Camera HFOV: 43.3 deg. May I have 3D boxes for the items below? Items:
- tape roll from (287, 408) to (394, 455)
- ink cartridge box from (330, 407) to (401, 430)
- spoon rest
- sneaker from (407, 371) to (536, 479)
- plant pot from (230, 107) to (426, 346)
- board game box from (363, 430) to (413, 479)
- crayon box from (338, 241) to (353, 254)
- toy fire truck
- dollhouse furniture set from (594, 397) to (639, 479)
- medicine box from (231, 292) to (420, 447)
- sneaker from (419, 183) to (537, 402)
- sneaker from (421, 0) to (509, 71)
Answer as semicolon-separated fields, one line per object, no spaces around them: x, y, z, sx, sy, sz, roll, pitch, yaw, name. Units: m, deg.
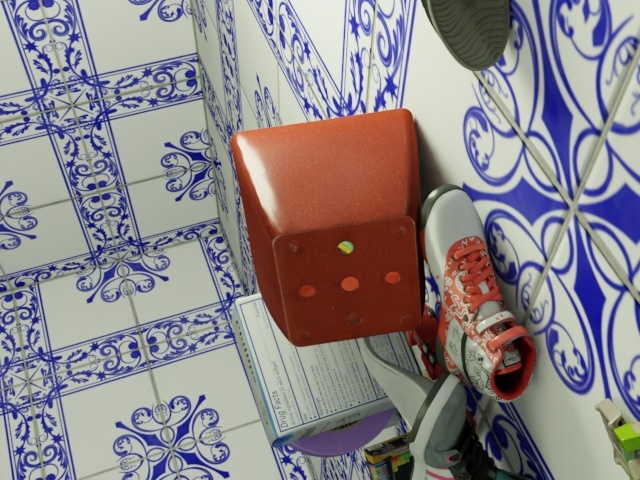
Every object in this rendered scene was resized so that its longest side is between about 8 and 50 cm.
0.014;0.295;1.628;0.090;0.275;0.275;110;142;-71;tape roll
0.026;0.298;1.740;0.117;0.201;0.278;113;139;-71;ink cartridge box
0.129;0.216;1.258;0.137;0.084;0.276;93;157;-52;spoon rest
0.210;0.311;1.063;0.178;0.124;0.295;22;138;26;sneaker
0.025;-0.002;1.127;0.236;0.267;0.267;-99;1;-59;plant pot
0.169;0.382;1.315;0.048;0.170;0.141;-171;65;-74;board game box
0.000;0.000;1.373;0.278;0.081;0.165;36;-159;-29;crayon box
0.189;0.210;1.297;0.192;0.047;0.135;-120;19;-46;toy fire truck
0.323;0.204;0.783;0.152;0.058;0.076;-63;-49;-81;dollhouse furniture set
0.007;0.214;1.522;0.149;0.289;0.263;107;145;-67;medicine box
0.202;0.069;1.000;0.145;0.090;0.270;32;134;60;sneaker
0.141;-0.289;0.882;0.118;0.083;0.222;-53;-59;-83;sneaker
